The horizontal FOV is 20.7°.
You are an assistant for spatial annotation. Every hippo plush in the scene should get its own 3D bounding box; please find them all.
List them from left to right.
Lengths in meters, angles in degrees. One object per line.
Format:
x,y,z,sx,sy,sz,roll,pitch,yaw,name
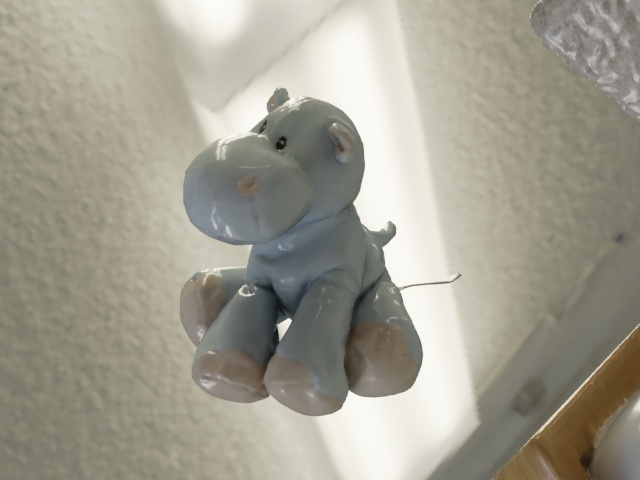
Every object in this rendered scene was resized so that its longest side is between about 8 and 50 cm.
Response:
0.000,0.000,1.585,0.294,0.234,0.236,-24,-51,-23,hippo plush

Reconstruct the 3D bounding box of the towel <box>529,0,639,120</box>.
0.271,-0.095,0.956,0.187,0.282,0.049,-49,7,38,towel

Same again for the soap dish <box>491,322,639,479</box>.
0.175,0.132,0.692,0.118,0.229,0.291,-33,-1,31,soap dish
